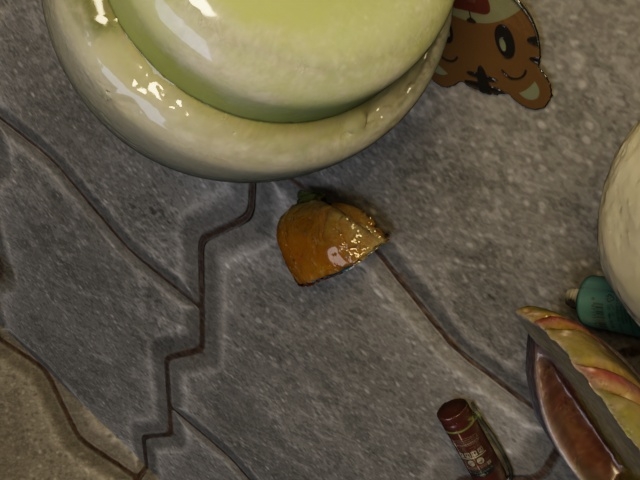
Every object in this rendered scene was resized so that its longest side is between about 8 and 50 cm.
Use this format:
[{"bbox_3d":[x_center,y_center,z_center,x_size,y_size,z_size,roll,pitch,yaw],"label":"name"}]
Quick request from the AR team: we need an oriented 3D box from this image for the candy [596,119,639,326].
[{"bbox_3d":[0.324,0.010,0.826,0.295,0.185,0.295,36,147,28],"label":"candy"}]

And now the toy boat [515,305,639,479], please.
[{"bbox_3d":[0.278,0.168,1.090,0.276,0.111,0.293,57,177,16],"label":"toy boat"}]

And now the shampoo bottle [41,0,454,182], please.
[{"bbox_3d":[-0.059,-0.203,0.927,0.322,0.322,0.317,49,160,-5],"label":"shampoo bottle"}]

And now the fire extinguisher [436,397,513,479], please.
[{"bbox_3d":[0.200,0.270,1.493,0.064,0.043,0.158,-23,116,16],"label":"fire extinguisher"}]

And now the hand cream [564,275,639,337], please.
[{"bbox_3d":[0.325,0.070,1.064,0.224,0.048,0.083,12,138,38],"label":"hand cream"}]

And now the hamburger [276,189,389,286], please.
[{"bbox_3d":[-0.006,-0.004,1.369,0.102,0.087,0.176,49,155,-9],"label":"hamburger"}]

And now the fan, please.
[{"bbox_3d":[0.123,-0.211,0.998,0.152,0.008,0.227,24,146,38],"label":"fan"}]
